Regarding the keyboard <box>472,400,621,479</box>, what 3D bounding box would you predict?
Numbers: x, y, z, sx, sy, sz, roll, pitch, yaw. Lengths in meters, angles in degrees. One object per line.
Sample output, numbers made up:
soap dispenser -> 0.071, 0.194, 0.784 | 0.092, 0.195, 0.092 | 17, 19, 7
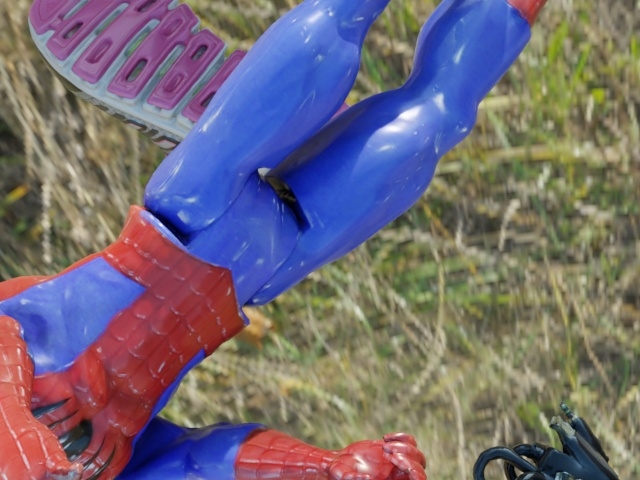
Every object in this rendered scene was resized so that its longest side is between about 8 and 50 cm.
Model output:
keyboard -> 0.112, 0.179, 0.610 | 0.317, 0.033, 0.201 | 38, 49, -10

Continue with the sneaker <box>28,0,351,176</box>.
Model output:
sneaker -> -0.056, -0.054, 0.807 | 0.170, 0.075, 0.063 | 29, 61, 19

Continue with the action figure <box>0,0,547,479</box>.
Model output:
action figure -> 0.000, 0.000, 0.428 | 0.280, 0.091, 0.139 | -44, 33, -5
